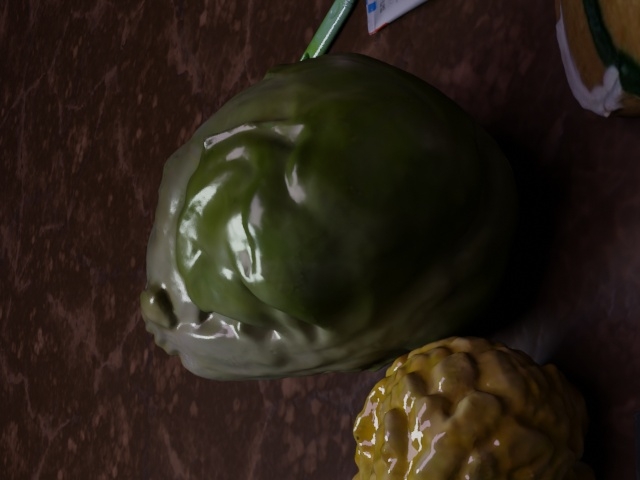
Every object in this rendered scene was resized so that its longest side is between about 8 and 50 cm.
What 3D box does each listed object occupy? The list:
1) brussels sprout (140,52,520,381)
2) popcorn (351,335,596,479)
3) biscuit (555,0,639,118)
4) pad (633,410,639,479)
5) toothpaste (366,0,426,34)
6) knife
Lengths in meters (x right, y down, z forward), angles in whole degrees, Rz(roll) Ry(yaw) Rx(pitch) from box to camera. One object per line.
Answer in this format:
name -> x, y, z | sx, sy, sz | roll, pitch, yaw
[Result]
brussels sprout -> 0.012, -0.006, 0.778 | 0.242, 0.274, 0.316 | 58, 140, 15
popcorn -> 0.105, 0.153, 0.702 | 0.180, 0.170, 0.180 | -1, 87, 18
biscuit -> 0.225, -0.181, 0.582 | 0.344, 0.057, 0.287 | 135, 132, -69
pad -> 0.245, 0.201, 0.614 | 0.127, 0.004, 0.190 | -13, 72, 56
toothpaste -> 0.096, -0.235, 0.911 | 0.190, 0.031, 0.048 | -12, 82, 59
knife -> 0.022, -0.228, 1.036 | 0.212, 0.015, 0.054 | -54, 50, 36
